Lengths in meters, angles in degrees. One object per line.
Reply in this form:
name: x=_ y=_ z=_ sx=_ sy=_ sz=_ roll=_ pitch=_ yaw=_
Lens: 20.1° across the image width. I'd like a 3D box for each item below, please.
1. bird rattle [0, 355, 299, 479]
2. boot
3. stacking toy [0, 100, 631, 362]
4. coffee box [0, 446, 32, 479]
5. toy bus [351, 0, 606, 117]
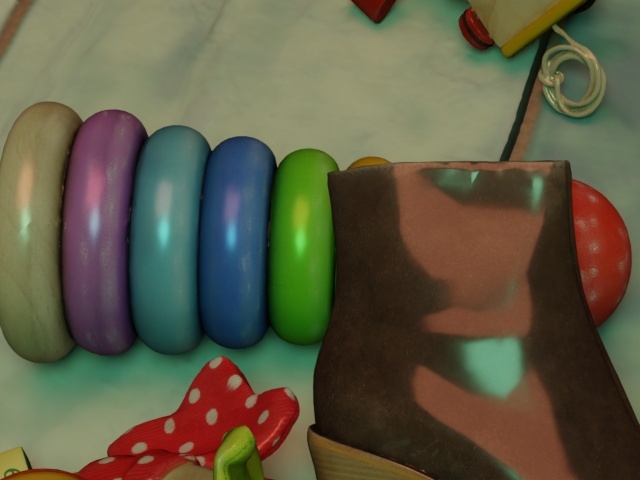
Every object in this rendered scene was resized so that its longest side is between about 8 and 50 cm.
bird rattle: x=-0.094 y=0.124 z=0.797 sx=0.207 sy=0.143 sz=0.253 roll=-10 pitch=17 yaw=-10
boot: x=0.113 y=0.065 z=0.853 sx=0.248 sy=0.090 sz=0.206 roll=2 pitch=90 yaw=17
stacking toy: x=0.000 y=0.000 z=0.963 sx=0.330 sy=0.141 sz=0.141 roll=2 pitch=49 yaw=3
coffee box: x=-0.216 y=0.180 z=0.886 sx=0.184 sy=0.040 sz=0.113 roll=-18 pitch=49 yaw=-9
toy bus: x=0.123 y=-0.200 z=1.129 sx=0.191 sy=0.202 sz=0.104 roll=17 pitch=23 yaw=29
